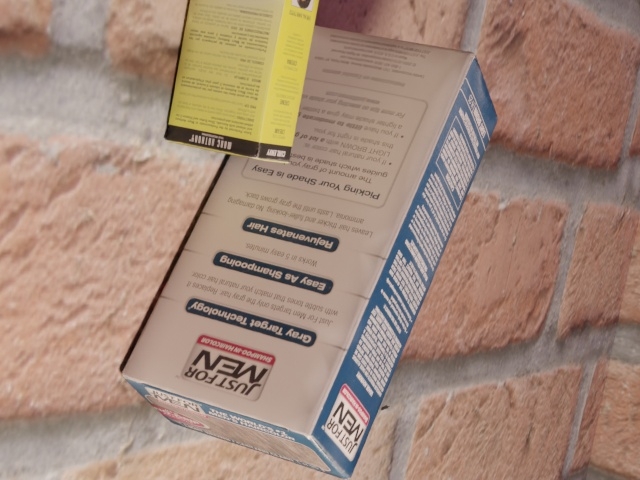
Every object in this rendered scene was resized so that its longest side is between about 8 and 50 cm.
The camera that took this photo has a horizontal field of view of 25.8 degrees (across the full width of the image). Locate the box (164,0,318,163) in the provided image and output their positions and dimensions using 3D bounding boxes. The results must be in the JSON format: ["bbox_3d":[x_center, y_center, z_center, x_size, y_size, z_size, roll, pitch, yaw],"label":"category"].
[{"bbox_3d":[-0.051,-0.180,1.066,0.058,0.087,0.232,-1,101,-64],"label":"box"}]

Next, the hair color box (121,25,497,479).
[{"bbox_3d":[0.000,0.000,1.140,0.347,0.174,0.105,-65,151,-21],"label":"hair color box"}]
